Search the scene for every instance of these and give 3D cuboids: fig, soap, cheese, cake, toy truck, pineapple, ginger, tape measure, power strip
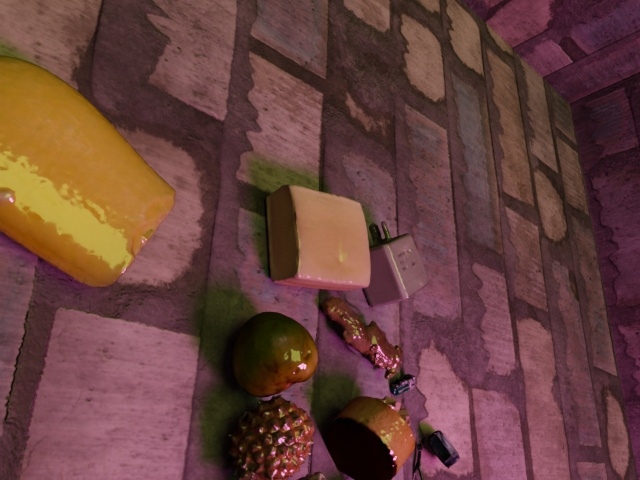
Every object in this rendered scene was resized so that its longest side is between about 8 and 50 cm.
[{"bbox_3d":[-0.100,0.238,1.169,0.181,0.181,0.191,10,36,-42],"label":"fig"},{"bbox_3d":[-0.480,-0.132,0.976,0.427,0.115,0.306,47,51,-21],"label":"soap"},{"bbox_3d":[0.000,0.000,1.400,0.266,0.124,0.242,10,71,-42],"label":"cheese"},{"bbox_3d":[0.134,0.455,1.315,0.185,0.207,0.178,47,37,9],"label":"cake"},{"bbox_3d":[0.231,0.404,1.534,0.083,0.039,0.044,-7,96,-45],"label":"toy truck"},{"bbox_3d":[-0.107,0.416,1.109,0.166,0.166,0.193,56,44,-13],"label":"pineapple"},{"bbox_3d":[0.117,0.250,1.444,0.290,0.084,0.122,42,56,-25],"label":"ginger"},{"bbox_3d":[0.305,0.622,1.527,0.179,0.104,0.107,-51,142,-8],"label":"tape measure"},{"bbox_3d":[0.187,0.057,1.549,0.140,0.139,0.224,-23,92,-46],"label":"power strip"}]

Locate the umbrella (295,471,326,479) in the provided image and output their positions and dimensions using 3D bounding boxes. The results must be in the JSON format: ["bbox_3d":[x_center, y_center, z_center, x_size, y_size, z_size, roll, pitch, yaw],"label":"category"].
[{"bbox_3d":[-0.135,0.546,1.050,0.358,0.113,0.106,-5,72,-34],"label":"umbrella"}]
